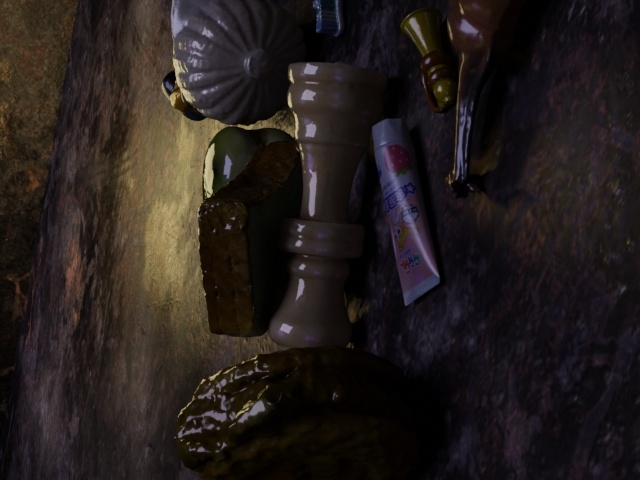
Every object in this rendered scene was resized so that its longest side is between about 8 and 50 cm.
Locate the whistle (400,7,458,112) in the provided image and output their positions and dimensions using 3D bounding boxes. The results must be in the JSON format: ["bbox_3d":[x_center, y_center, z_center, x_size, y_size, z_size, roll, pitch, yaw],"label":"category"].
[{"bbox_3d":[0.112,-0.180,1.208,0.057,0.046,0.109,-34,58,41],"label":"whistle"}]

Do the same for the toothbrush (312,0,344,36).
[{"bbox_3d":[-0.007,-0.441,1.503,0.040,0.040,0.386,-33,60,59],"label":"toothbrush"}]

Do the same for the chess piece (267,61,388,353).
[{"bbox_3d":[0.000,0.000,1.327,0.117,0.117,0.397,-167,83,-66],"label":"chess piece"}]

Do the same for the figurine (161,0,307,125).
[{"bbox_3d":[-0.123,-0.232,1.618,0.204,0.185,0.332,49,166,8],"label":"figurine"}]

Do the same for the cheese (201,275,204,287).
[{"bbox_3d":[-0.158,0.062,1.744,0.083,0.030,0.044,-137,51,-68],"label":"cheese"}]

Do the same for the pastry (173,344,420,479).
[{"bbox_3d":[-0.026,0.185,1.181,0.240,0.235,0.132,-41,42,41],"label":"pastry"}]

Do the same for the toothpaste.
[{"bbox_3d":[0.089,-0.034,1.224,0.067,0.043,0.194,-40,54,52],"label":"toothpaste"}]

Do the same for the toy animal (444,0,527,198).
[{"bbox_3d":[0.147,-0.182,1.109,0.224,0.066,0.229,114,155,-57],"label":"toy animal"}]

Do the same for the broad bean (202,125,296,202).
[{"bbox_3d":[-0.112,-0.042,1.568,0.189,0.121,0.263,-114,37,-48],"label":"broad bean"}]

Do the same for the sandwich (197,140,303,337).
[{"bbox_3d":[-0.074,-0.002,1.371,0.214,0.065,0.186,-51,-38,-62],"label":"sandwich"}]
